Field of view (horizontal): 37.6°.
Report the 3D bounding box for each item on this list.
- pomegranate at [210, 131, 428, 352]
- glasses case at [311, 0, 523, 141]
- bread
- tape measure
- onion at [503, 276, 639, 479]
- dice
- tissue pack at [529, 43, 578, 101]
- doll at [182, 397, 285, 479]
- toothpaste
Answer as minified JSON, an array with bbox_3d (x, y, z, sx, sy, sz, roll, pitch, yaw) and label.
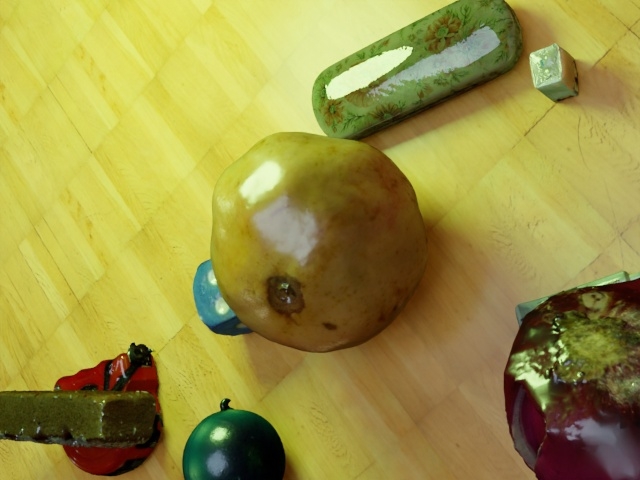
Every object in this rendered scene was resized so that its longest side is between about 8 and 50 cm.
[{"bbox_3d":[0.000,0.000,1.679,0.411,0.411,0.412,-4,82,31],"label":"pomegranate"},{"bbox_3d":[0.171,-0.317,1.754,0.425,0.098,0.157,-22,77,27],"label":"glasses case"},{"bbox_3d":[-0.542,0.364,1.937,0.416,0.165,0.113,-4,80,32],"label":"bread"},{"bbox_3d":[-0.457,0.378,2.042,0.253,0.114,0.261,-22,73,28],"label":"tape measure"},{"bbox_3d":[0.470,0.285,1.400,0.398,0.398,0.420,11,129,32],"label":"onion"},{"bbox_3d":[-0.163,0.105,1.879,0.143,0.146,0.146,-22,73,26],"label":"dice"},{"bbox_3d":[0.401,-0.287,1.613,0.058,0.094,0.074,-12,77,31],"label":"tissue pack"},{"bbox_3d":[-0.156,0.463,1.804,0.186,0.198,0.322,-24,79,58],"label":"doll"},{"bbox_3d":[0.435,0.100,1.582,0.233,0.038,0.060,-25,68,29],"label":"toothpaste"}]
